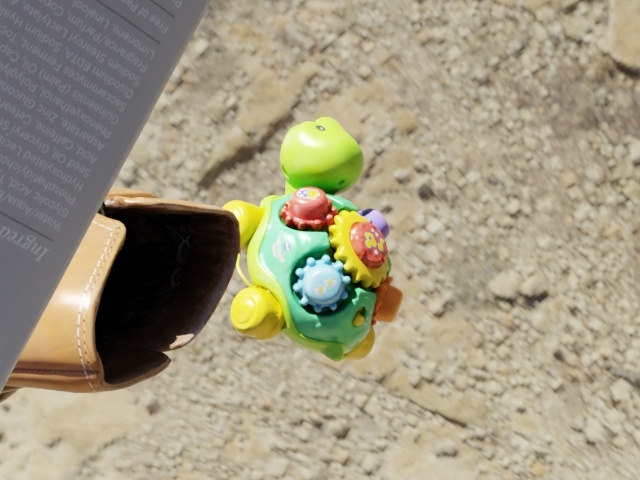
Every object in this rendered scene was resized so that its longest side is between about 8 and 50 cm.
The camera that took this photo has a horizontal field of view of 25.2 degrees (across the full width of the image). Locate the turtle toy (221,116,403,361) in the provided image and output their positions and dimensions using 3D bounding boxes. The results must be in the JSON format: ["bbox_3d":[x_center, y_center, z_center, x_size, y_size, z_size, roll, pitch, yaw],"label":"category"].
[{"bbox_3d":[0.000,0.000,0.731,0.066,0.095,0.130,-29,61,33],"label":"turtle toy"}]

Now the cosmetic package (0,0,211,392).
[{"bbox_3d":[-0.129,-0.014,0.348,0.127,0.107,0.238,18,76,50],"label":"cosmetic package"}]

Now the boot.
[{"bbox_3d":[-0.139,-0.012,0.621,0.220,0.283,0.109,-5,111,20],"label":"boot"}]
